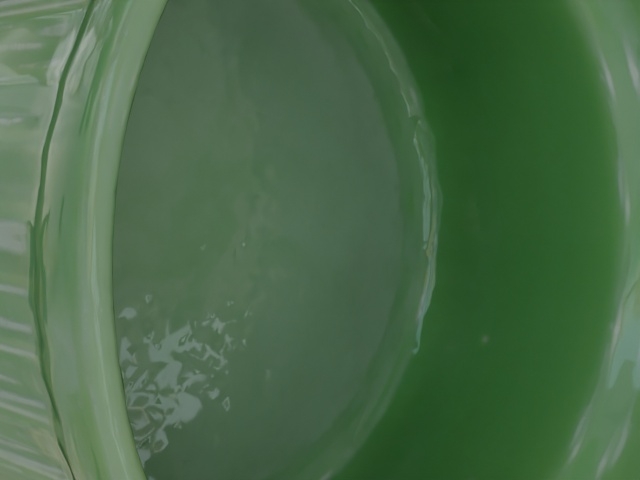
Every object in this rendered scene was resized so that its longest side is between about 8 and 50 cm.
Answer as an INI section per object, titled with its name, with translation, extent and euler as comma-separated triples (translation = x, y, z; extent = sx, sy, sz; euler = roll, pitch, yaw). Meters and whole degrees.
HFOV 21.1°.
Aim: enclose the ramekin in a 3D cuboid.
[ramekin]
translation = 0.000, 0.000, 0.585
extent = 0.148, 0.303, 0.303
euler = 5, -20, 47
